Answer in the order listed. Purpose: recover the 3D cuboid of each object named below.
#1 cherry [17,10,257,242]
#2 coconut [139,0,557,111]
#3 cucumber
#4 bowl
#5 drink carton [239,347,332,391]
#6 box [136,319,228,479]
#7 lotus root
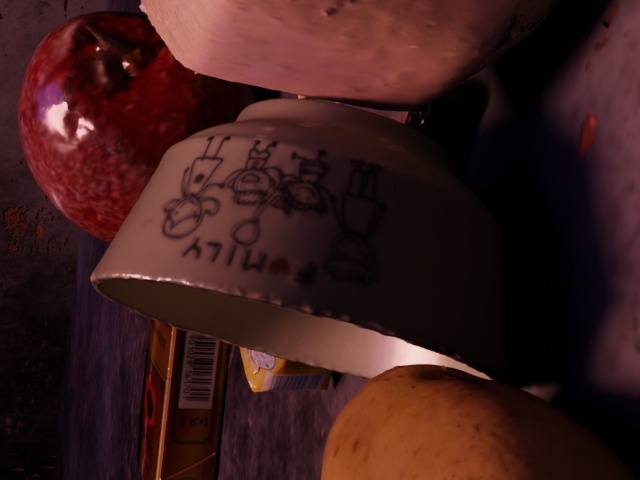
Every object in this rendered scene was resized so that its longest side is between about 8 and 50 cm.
[{"bbox_3d":[-0.176,-0.100,1.028,0.300,0.230,0.203,95,-178,-59],"label":"cherry"},{"bbox_3d":[-0.003,-0.175,0.490,0.224,0.234,0.224,-177,90,-77],"label":"coconut"},{"bbox_3d":[0.052,-0.020,0.615,0.039,0.043,0.163,30,129,22],"label":"cucumber"},{"bbox_3d":[0.000,0.000,0.530,0.211,0.211,0.112,161,124,-71],"label":"bowl"},{"bbox_3d":[-0.006,0.016,0.724,0.084,0.075,0.200,-108,26,-47],"label":"drink carton"},{"bbox_3d":[-0.155,0.160,1.167,0.159,0.071,0.240,-150,65,-68],"label":"box"},{"bbox_3d":[0.070,0.121,0.406,0.118,0.125,0.221,-45,25,-7],"label":"lotus root"}]
